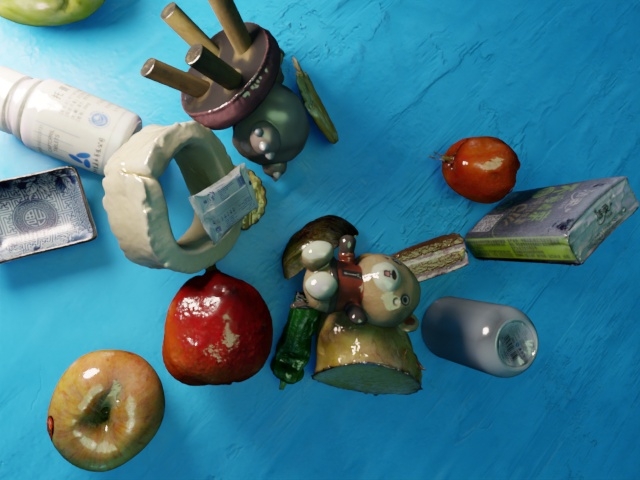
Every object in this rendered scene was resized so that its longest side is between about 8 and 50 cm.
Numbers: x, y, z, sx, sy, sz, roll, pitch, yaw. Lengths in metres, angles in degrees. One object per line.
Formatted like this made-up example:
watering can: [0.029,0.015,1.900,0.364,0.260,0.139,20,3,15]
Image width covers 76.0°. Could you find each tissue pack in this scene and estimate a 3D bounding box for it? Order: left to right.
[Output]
tissue pack: [-0.215,-0.089,0.961,0.193,0.026,0.122,-49,131,-46]
tissue pack: [0.672,-0.056,1.244,0.288,0.394,0.124,-39,101,-16]

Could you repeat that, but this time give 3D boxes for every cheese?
cheese: [-0.329,-0.099,0.944,0.292,0.153,0.332,-40,124,-50]

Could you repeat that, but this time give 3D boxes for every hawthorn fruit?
hawthorn fruit: [-0.247,0.198,1.007,0.265,0.265,0.307,-3,77,-19]
hawthorn fruit: [0.472,-0.231,1.286,0.299,0.211,0.211,9,86,-9]

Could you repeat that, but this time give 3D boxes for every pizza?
pizza: [-0.023,-0.392,1.149,0.034,0.181,0.262,-26,89,16]

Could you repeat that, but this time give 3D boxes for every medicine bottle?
medicine bottle: [-0.580,-0.267,0.937,0.293,0.170,0.170,21,83,-16]

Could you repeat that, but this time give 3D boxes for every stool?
stool: [-0.241,-0.404,0.907,0.178,0.272,0.272,33,77,-53]

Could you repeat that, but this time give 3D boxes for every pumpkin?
pumpkin: [0.001,-0.005,1.137,0.279,0.163,0.111,-30,93,-17]

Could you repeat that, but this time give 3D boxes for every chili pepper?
chili pepper: [-0.070,0.280,1.123,0.099,0.136,0.270,11,95,-26]

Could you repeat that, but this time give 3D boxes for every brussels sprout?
brussels sprout: [-0.636,-0.609,0.882,0.317,0.243,0.273,37,72,-11]

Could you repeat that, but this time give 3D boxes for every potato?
potato: [0.131,0.274,1.148,0.289,0.301,0.237,37,47,-34]

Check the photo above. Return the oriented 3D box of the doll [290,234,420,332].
doll: [0.095,0.120,1.023,0.330,0.174,0.235,10,48,-18]

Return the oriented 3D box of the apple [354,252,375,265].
apple: [0.150,0.099,1.208,0.102,0.126,0.126,-3,90,-41]

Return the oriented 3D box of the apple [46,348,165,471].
apple: [-0.488,0.384,0.948,0.261,0.194,0.260,1,87,-20]

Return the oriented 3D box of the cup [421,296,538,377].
cup: [0.469,0.281,1.215,0.206,0.312,0.205,1,87,-18]

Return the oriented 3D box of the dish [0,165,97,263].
dish: [-0.664,-0.057,0.952,0.243,0.080,0.181,-17,94,-16]

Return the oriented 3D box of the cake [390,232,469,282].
cake: [0.340,0.062,1.288,0.295,0.113,0.115,-21,94,-12]

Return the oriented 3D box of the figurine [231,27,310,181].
figurine: [-0.136,-0.362,1.081,0.203,0.248,0.380,-6,77,-4]

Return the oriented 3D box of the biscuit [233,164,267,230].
biscuit: [-0.208,-0.123,1.120,0.118,0.061,0.183,-21,98,-20]
